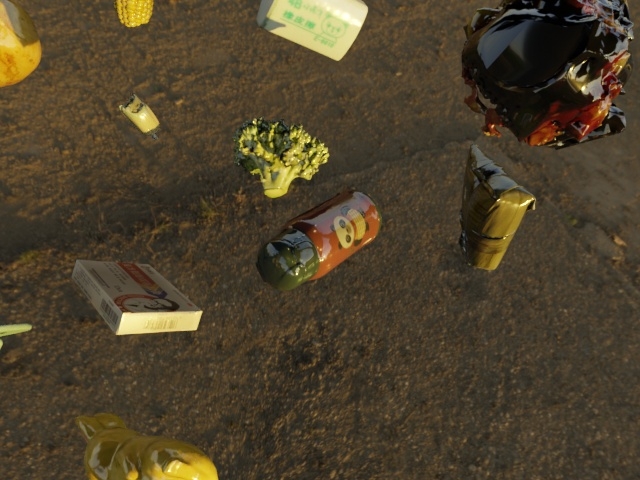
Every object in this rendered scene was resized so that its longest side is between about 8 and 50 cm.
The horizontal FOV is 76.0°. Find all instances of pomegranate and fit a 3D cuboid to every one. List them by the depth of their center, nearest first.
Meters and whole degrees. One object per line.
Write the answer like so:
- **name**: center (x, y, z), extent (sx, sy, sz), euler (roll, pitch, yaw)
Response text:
- **pomegranate**: center (-0.950, -0.583, 1.170), extent (0.265, 0.264, 0.264), euler (5, 56, -8)

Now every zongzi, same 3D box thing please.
- **zongzi**: center (0.361, -0.076, 0.942), extent (0.112, 0.220, 0.242), euler (-1, 39, -10)

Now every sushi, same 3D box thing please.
- **sushi**: center (0.220, -0.177, 0.407), extent (0.151, 0.153, 0.171), euler (-17, 94, -53)

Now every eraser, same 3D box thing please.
- **eraser**: center (-0.024, -0.683, 1.234), extent (0.290, 0.189, 0.104), euler (8, 43, -32)

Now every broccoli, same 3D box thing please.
- **broccoli**: center (-0.148, -0.316, 1.501), extent (0.324, 0.334, 0.271), euler (-27, 80, -9)

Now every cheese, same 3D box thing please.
- **cheese**: center (-0.405, -0.274, 0.921), extent (0.047, 0.171, 0.092), euler (-44, 106, -11)

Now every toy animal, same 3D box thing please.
- **toy animal**: center (-0.165, 0.195, 0.359), extent (0.160, 0.083, 0.070), euler (7, 62, 32)

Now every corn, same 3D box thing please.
- **corn**: center (-0.425, -0.651, 0.924), extent (0.115, 0.317, 0.115), euler (11, 43, -10)

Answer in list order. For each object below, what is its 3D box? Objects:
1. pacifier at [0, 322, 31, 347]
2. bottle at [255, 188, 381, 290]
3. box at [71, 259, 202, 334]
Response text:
- **pacifier**: center (-0.773, 0.147, 0.797), extent (0.344, 0.289, 0.268), euler (-5, 82, -50)
- **bottle**: center (0.000, 0.000, 0.886), extent (0.144, 0.143, 0.336), euler (39, 39, 14)
- **box**: center (-0.511, 0.146, 1.127), extent (0.353, 0.069, 0.214), euler (27, 12, 40)
